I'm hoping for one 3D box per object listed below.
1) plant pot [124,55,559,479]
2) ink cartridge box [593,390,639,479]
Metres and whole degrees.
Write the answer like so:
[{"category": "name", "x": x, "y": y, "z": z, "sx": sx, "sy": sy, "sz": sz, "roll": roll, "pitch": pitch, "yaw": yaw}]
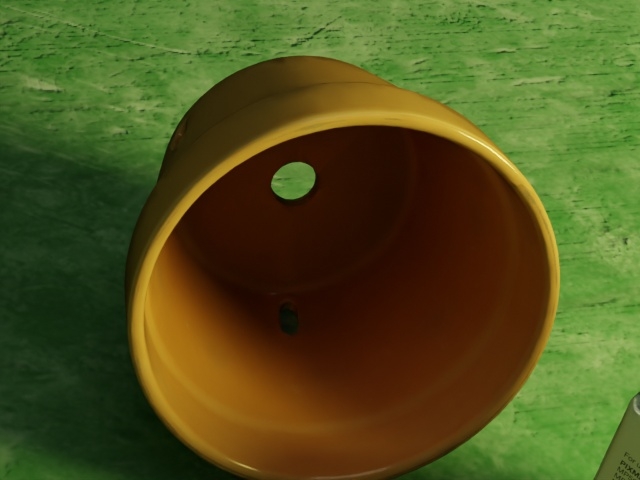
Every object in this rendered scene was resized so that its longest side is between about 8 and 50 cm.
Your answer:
[{"category": "plant pot", "x": 0.000, "y": 0.000, "z": 1.278, "sx": 0.291, "sy": 0.291, "sz": 0.203, "roll": 2, "pitch": 28, "yaw": -13}, {"category": "ink cartridge box", "x": 0.249, "y": 0.172, "z": 1.145, "sx": 0.114, "sy": 0.273, "sz": 0.197, "roll": 38, "pitch": 48, "yaw": 23}]
